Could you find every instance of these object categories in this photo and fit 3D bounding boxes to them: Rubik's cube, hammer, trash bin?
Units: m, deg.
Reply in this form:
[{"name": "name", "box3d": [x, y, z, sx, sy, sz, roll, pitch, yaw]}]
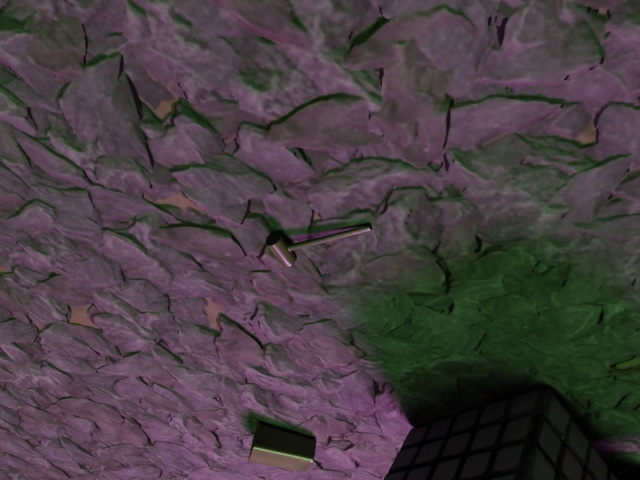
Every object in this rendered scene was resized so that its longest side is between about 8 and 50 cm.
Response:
[{"name": "Rubik's cube", "box3d": [0.215, 0.353, 0.864, 0.237, 0.238, 0.237, -32, 102, 39]}, {"name": "hammer", "box3d": [0.000, 0.000, 0.726, 0.110, 0.019, 0.035, -13, 133, 26]}, {"name": "trash bin", "box3d": [-0.057, 0.312, 1.094, 0.092, 0.043, 0.061, 15, 141, -3]}]

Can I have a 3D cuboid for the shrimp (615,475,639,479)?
[{"name": "shrimp", "box3d": [0.365, 0.377, 1.028, 0.145, 0.059, 0.254, 22, 136, -39]}]
